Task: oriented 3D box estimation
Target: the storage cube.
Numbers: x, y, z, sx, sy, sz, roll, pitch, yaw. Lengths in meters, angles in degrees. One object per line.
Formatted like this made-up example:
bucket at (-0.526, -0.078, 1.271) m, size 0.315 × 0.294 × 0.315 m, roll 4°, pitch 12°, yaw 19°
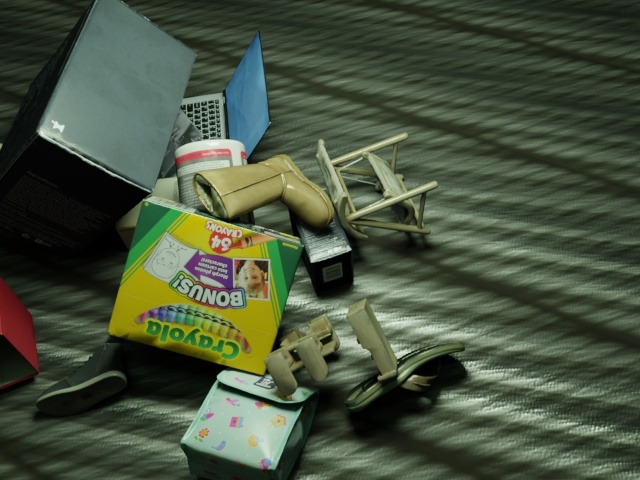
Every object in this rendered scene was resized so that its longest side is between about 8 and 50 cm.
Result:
storage cube at (-0.807, 0.233, 1.605) m, size 0.183 × 0.215 × 0.193 m, roll -21°, pitch 51°, yaw -8°

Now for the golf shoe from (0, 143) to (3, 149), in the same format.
golf shoe at (-0.918, -0.222, 1.973) m, size 0.306 × 0.115 × 0.140 m, roll -23°, pitch 61°, yaw -8°

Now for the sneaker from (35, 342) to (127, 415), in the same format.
sneaker at (-0.562, 0.331, 1.604) m, size 0.222 × 0.083 × 0.118 m, roll -20°, pitch 38°, yaw 0°

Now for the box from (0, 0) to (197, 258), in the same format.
box at (-0.605, -0.280, 1.734) m, size 0.297 × 0.471 × 0.480 m, roll 29°, pitch 52°, yaw -29°

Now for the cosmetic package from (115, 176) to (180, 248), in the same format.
cosmetic package at (-0.382, -0.081, 1.826) m, size 0.309 × 0.113 × 0.160 m, roll -7°, pitch 56°, yaw 2°

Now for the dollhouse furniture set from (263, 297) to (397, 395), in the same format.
dollhouse furniture set at (0.027, 0.260, 1.490) m, size 0.242 × 0.212 × 0.161 m, roll -27°, pitch 93°, yaw 10°

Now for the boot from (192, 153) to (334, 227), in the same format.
boot at (-0.127, -0.089, 1.552) m, size 0.236 × 0.089 × 0.269 m, roll 46°, pitch 39°, yaw 18°

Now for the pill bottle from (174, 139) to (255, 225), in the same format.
pill bottle at (-0.253, -0.074, 1.648) m, size 0.176 × 0.176 × 0.319 m, roll -8°, pitch 85°, yaw 1°

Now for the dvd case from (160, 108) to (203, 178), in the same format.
dvd case at (-0.436, -0.294, 1.940) m, size 0.164 × 0.018 × 0.221 m, roll -46°, pitch 47°, yaw 6°

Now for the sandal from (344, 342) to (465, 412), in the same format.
sandal at (0.196, 0.315, 1.525) m, size 0.302 × 0.120 × 0.086 m, roll -29°, pitch 87°, yaw -11°

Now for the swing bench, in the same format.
swing bench at (0.134, -0.138, 1.734) m, size 0.254 × 0.165 × 0.253 m, roll -7°, pitch 42°, yaw -9°

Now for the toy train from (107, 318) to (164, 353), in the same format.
toy train at (-0.420, 0.153, 1.691) m, size 0.143 × 0.105 × 0.248 m, roll 7°, pitch 57°, yaw 26°

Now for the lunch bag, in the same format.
lunch bag at (-0.143, 0.394, 1.466) m, size 0.223 × 0.160 × 0.262 m, roll 11°, pitch 44°, yaw 18°

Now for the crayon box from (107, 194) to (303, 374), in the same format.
crayon box at (-0.255, 0.101, 1.519) m, size 0.363 × 0.106 × 0.313 m, roll 16°, pitch 98°, yaw -6°

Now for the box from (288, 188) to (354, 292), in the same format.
box at (0.000, 0.000, 1.710) m, size 0.108 × 0.153 × 0.207 m, roll -17°, pitch 57°, yaw -6°

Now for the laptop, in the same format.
laptop at (-0.342, -0.359, 1.931) m, size 0.407 × 0.236 × 0.382 m, roll -9°, pitch 56°, yaw 0°
